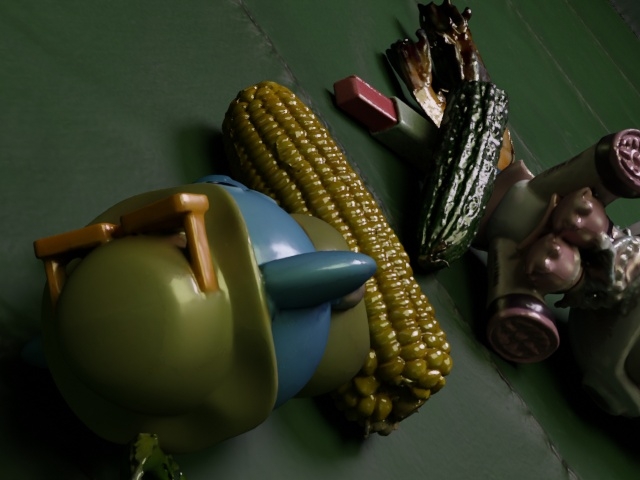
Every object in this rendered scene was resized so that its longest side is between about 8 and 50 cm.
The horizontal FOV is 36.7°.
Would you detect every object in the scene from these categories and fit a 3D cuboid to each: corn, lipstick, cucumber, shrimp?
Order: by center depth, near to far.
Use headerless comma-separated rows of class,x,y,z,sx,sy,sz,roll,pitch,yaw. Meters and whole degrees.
corn,0.003,-0.002,0.753,0.102,0.102,0.313,3,54,-53
cucumber,0.147,-0.069,1.006,0.077,0.077,0.265,35,54,-25
lipstick,0.140,-0.090,1.090,0.312,0.051,0.051,32,37,-28
shrimp,0.154,-0.204,1.234,0.178,0.075,0.289,5,65,-48

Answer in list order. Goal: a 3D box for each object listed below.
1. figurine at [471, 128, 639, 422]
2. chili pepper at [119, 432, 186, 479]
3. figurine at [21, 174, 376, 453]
figurine,0.343,0.050,1.025,0.361,0.253,0.211,32,17,-15
chili pepper,-0.005,0.254,0.475,0.359,0.076,0.085,54,10,-1
figurine,-0.061,0.040,0.559,0.180,0.154,0.262,14,-4,8
